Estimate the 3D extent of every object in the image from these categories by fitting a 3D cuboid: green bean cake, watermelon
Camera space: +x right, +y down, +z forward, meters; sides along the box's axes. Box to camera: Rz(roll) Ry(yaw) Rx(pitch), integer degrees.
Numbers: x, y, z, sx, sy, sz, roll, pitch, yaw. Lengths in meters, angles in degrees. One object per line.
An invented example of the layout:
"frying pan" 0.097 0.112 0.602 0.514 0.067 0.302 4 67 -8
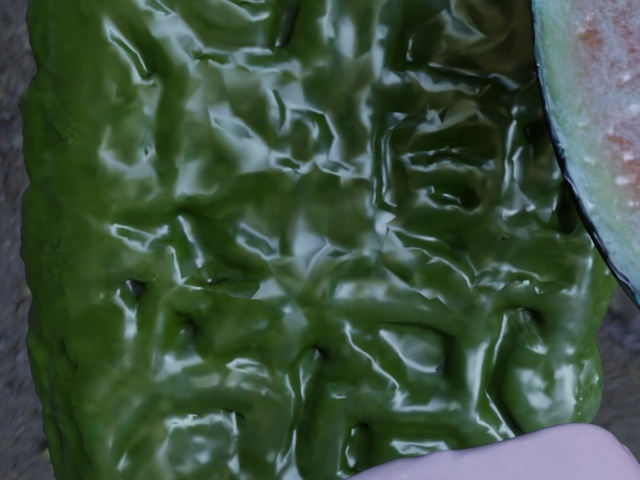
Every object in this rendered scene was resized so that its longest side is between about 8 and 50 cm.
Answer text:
"green bean cake" 0.000 0.000 0.680 0.222 0.125 0.248 3 104 -2
"watermelon" 0.132 -0.054 0.559 0.139 0.071 0.187 0 70 0

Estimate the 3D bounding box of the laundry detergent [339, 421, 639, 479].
"laundry detergent" 0.072 0.223 0.488 0.159 0.088 0.335 -20 66 5
